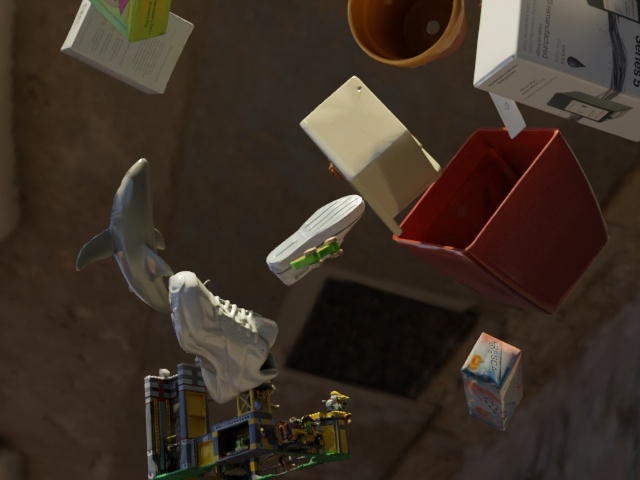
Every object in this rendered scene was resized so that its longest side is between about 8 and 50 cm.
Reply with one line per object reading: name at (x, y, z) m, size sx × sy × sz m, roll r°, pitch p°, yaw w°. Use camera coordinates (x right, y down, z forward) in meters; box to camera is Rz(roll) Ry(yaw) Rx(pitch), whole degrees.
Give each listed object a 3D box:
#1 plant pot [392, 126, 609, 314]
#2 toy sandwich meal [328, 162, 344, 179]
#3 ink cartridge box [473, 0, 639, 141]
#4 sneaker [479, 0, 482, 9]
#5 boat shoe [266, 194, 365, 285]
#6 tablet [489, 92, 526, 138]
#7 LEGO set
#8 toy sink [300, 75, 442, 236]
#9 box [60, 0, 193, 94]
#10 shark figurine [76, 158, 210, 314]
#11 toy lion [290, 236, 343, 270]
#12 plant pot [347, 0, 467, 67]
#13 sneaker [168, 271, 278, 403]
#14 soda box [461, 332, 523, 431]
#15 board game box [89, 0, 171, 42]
plant pot at (0.336, -0.020, 2.145) m, size 0.267 × 0.236 × 0.267 m, roll -51°, pitch 22°, yaw -12°
toy sandwich meal at (0.046, -0.155, 2.336) m, size 0.029 × 0.085 × 0.086 m, roll -31°, pitch 35°, yaw 43°
ink cartridge box at (0.362, -0.276, 1.695) m, size 0.115 × 0.272 × 0.198 m, roll 145°, pitch 137°, yaw -61°
sneaker at (0.386, -0.387, 2.170) m, size 0.112 × 0.299 × 0.121 m, roll -40°, pitch 9°, yaw -33°
boat shoe at (0.000, 0.000, 2.420) m, size 0.226 × 0.076 × 0.083 m, roll -34°, pitch 32°, yaw 0°
tablet at (0.269, -0.192, 1.781) m, size 0.083 × 0.006 × 0.054 m, roll 65°, pitch 162°, yaw 8°
LEGO set at (-0.117, 0.255, 1.879) m, size 0.331 × 0.255 × 0.192 m, roll -30°, pitch 59°, yaw 48°
toy sink at (0.097, -0.136, 2.017) m, size 0.131 × 0.153 × 0.234 m, roll -41°, pitch -34°, yaw 2°
box at (-0.319, -0.334, 2.031) m, size 0.130 × 0.170 × 0.091 m, roll -66°, pitch 23°, yaw -5°
shark figurine at (-0.218, 0.046, 1.704) m, size 0.116 × 0.278 × 0.166 m, roll 10°, pitch 48°, yaw 46°
toy lion at (-0.017, 0.030, 2.099) m, size 0.096 × 0.034 × 0.100 m, roll -23°, pitch 3°, yaw 39°
plant pot at (0.179, -0.406, 2.234) m, size 0.188 × 0.205 × 0.205 m, roll 6°, pitch -79°, yaw -65°
sneaker at (-0.116, 0.108, 1.547) m, size 0.232 × 0.115 × 0.090 m, roll 67°, pitch -173°, yaw -49°
soda box at (0.228, 0.189, 1.623) m, size 0.063 × 0.058 × 0.183 m, roll -58°, pitch -22°, yaw -17°
board game box at (-0.169, -0.283, 1.123) m, size 0.043 × 0.092 × 0.181 m, roll -22°, pitch -35°, yaw -37°
